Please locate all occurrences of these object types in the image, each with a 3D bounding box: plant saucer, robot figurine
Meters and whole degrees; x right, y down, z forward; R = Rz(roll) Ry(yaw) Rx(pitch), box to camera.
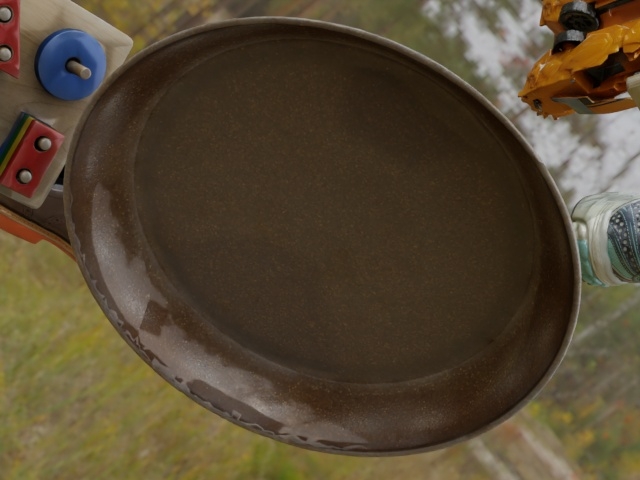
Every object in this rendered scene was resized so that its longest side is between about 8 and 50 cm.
[{"bbox_3d":[0.000,0.000,0.791,0.310,0.311,0.050,49,35,-17],"label":"plant saucer"},{"bbox_3d":[0.340,-0.221,1.340,0.085,0.291,0.211,35,58,-34],"label":"robot figurine"}]

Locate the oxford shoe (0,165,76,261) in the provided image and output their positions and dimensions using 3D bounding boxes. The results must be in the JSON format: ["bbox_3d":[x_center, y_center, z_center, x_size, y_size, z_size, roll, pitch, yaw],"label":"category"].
[{"bbox_3d":[-0.201,-0.024,1.295,0.271,0.098,0.096,21,46,-13],"label":"oxford shoe"}]

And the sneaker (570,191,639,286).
[{"bbox_3d":[0.362,-0.010,1.243,0.122,0.283,0.110,4,-72,49],"label":"sneaker"}]

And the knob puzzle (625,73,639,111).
[{"bbox_3d":[0.341,-0.111,1.014,0.213,0.213,0.030,40,40,-57],"label":"knob puzzle"}]

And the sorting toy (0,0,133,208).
[{"bbox_3d":[-0.205,-0.103,0.837,0.275,0.132,0.046,29,1,-34],"label":"sorting toy"}]
